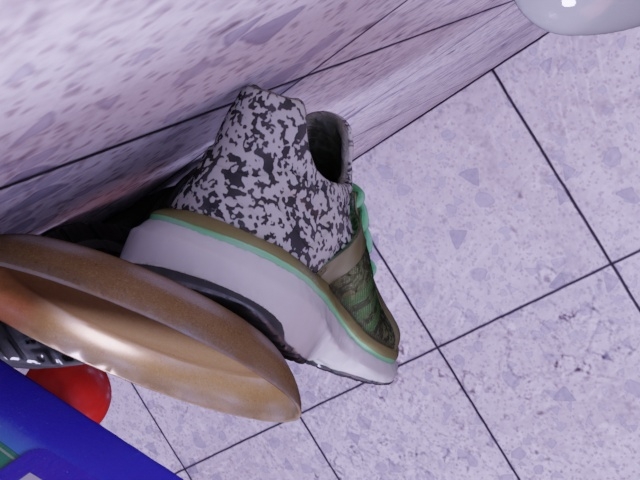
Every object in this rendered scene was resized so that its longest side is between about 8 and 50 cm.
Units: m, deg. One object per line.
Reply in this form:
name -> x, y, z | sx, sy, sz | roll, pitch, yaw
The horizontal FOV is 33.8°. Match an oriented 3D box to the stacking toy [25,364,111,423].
stacking toy -> -0.303, 0.222, 0.968 | 0.141, 0.141, 0.330 | -31, -165, 45

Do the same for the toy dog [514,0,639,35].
toy dog -> 0.233, -0.211, 0.642 | 0.220, 0.161, 0.334 | -28, 167, 29

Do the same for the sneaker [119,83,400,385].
sneaker -> 0.000, 0.000, 0.804 | 0.410, 0.158, 0.182 | 38, 73, -74

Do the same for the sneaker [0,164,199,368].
sneaker -> -0.166, 0.030, 0.856 | 0.130, 0.109, 0.286 | -23, -176, 43

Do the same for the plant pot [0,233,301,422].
plant pot -> -0.118, 0.053, 0.651 | 0.236, 0.236, 0.032 | -31, -144, 66

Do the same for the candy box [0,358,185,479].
candy box -> -0.232, 0.186, 0.530 | 0.317, 0.122, 0.268 | 24, -139, 34
